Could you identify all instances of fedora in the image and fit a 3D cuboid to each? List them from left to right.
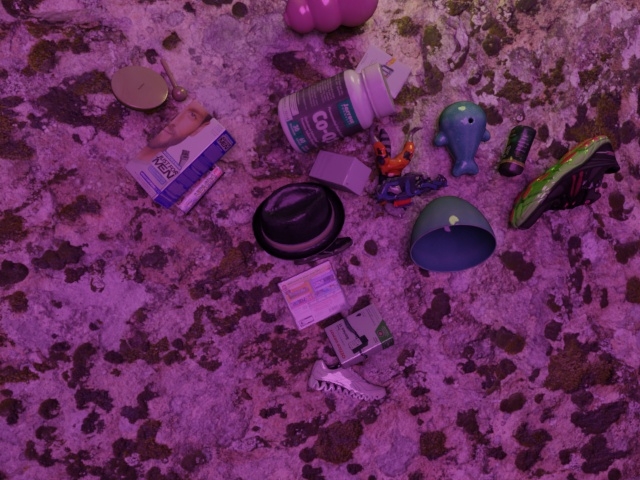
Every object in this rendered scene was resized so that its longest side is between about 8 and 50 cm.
[{"bbox_3d":[-0.082,-0.097,1.600,0.333,0.153,0.335,-2,66,5],"label":"fedora"}]

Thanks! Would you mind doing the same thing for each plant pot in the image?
[{"bbox_3d":[0.457,-0.045,1.661,0.289,0.290,0.196,5,54,-5],"label":"plant pot"}]

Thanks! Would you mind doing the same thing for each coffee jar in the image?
[{"bbox_3d":[0.733,-0.331,1.747,0.078,0.096,0.185,19,89,-2],"label":"coffee jar"}]

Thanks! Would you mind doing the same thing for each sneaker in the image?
[{"bbox_3d":[0.000,0.000,1.692,0.227,0.087,0.131,-15,99,1],"label":"sneaker"},{"bbox_3d":[0.104,0.510,1.706,0.291,0.110,0.119,14,81,-5],"label":"sneaker"},{"bbox_3d":[0.915,-0.189,1.723,0.482,0.185,0.202,-38,90,-2],"label":"sneaker"}]

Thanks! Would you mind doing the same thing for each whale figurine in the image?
[{"bbox_3d":[0.527,-0.373,1.705,0.216,0.141,0.273,-5,92,-5],"label":"whale figurine"}]

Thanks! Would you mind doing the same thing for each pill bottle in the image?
[{"bbox_3d":[0.056,-0.448,1.578,0.360,0.204,0.205,-18,93,17],"label":"pill bottle"}]

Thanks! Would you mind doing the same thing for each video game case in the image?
[{"bbox_3d":[-0.024,0.202,1.726,0.212,0.023,0.194,-24,93,-3],"label":"video game case"}]

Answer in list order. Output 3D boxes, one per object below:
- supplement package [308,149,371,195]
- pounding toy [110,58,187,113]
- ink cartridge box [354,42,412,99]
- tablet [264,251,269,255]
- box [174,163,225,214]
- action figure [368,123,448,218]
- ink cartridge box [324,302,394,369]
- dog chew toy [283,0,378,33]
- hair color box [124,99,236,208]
[{"bbox_3d":[0.068,-0.238,1.639,0.105,0.179,0.105,27,88,-46],"label":"supplement package"},{"bbox_3d":[-0.610,-0.512,1.637,0.236,0.110,0.183,-32,82,-33],"label":"pounding toy"},{"bbox_3d":[0.212,-0.588,1.681,0.176,0.128,0.128,31,88,-6],"label":"ink cartridge box"},{"bbox_3d":[-0.191,0.010,1.716,0.054,0.006,0.083,-26,93,-4],"label":"tablet"},{"bbox_3d":[-0.453,-0.206,1.674,0.114,0.036,0.207,42,87,-4],"label":"box"},{"bbox_3d":[0.299,-0.247,1.710,0.340,0.178,0.331,-3,99,-32],"label":"action figure"},{"bbox_3d":[0.138,0.345,1.680,0.208,0.087,0.153,-27,61,-4],"label":"ink cartridge box"},{"bbox_3d":[0.030,-0.830,1.634,0.331,0.206,0.207,-19,93,4],"label":"dog chew toy"},{"bbox_3d":[-0.480,-0.296,1.607,0.339,0.110,0.185,-45,70,-4],"label":"hair color box"}]
